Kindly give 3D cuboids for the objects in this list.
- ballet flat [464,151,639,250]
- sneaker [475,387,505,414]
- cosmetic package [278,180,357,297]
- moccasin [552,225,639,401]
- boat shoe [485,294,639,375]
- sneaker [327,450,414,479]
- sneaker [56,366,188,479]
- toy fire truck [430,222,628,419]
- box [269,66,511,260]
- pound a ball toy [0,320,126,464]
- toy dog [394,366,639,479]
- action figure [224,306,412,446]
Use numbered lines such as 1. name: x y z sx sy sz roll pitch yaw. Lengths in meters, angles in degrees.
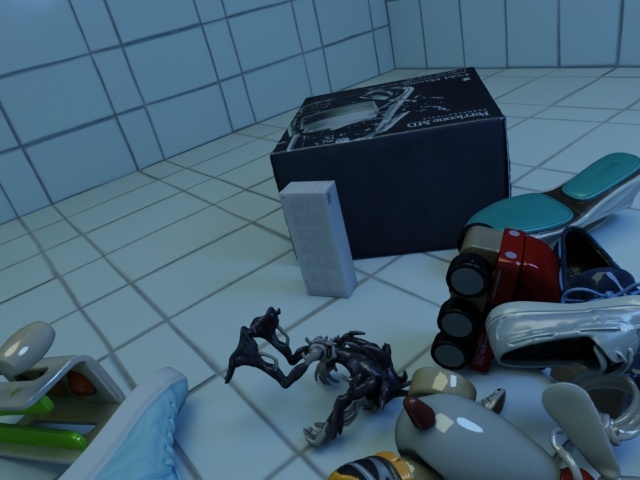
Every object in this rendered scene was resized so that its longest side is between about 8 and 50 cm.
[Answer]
1. ballet flat: 0.469 -0.042 0.978 0.400 0.139 0.139 -24 29 -11
2. sneaker: 0.224 0.228 0.682 0.037 0.031 0.083 14 37 44
3. cosmetic package: 0.000 0.000 0.987 0.099 0.238 0.060 1 32 25
4. moccasin: 0.414 0.090 0.761 0.138 0.116 0.342 -10 27 8
5. boat shoe: 0.309 0.117 0.565 0.228 0.079 0.081 -3 42 14
6. sneaker: 0.067 0.302 0.455 0.083 0.084 0.214 14 30 -32
7. sneaker: -0.243 0.320 0.664 0.150 0.135 0.366 28 26 0
8. toy fire truck: 0.293 0.115 0.691 0.247 0.217 0.158 14 35 18
9. box: 0.179 -0.201 1.234 0.480 0.297 0.471 -7 30 12
10. pound a ball toy: -0.439 0.213 0.753 0.319 0.208 0.135 -13 26 32
11. toy dog: 0.210 0.224 0.528 0.334 0.161 0.220 -9 51 15
12. action figure: 0.011 0.199 0.732 0.276 0.140 0.164 18 24 3
